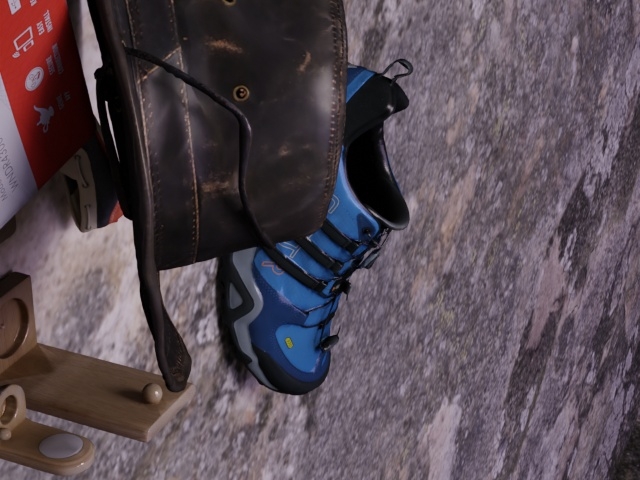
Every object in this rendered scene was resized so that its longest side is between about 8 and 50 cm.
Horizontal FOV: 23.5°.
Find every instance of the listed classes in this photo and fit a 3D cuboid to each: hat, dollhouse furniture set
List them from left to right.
[{"bbox_3d":[-0.160,0.044,0.849,0.144,0.123,0.151,-45,141,-53],"label":"dollhouse furniture set"},{"bbox_3d":[-0.054,-0.094,0.802,0.331,0.134,0.331,168,-90,-86],"label":"hat"}]

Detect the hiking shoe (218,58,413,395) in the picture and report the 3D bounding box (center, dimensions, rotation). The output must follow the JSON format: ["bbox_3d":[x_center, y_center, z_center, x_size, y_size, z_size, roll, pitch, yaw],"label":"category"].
[{"bbox_3d":[0.000,0.000,1.194,0.113,0.132,0.304,-47,143,-51],"label":"hiking shoe"}]

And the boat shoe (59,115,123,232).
[{"bbox_3d":[-0.149,-0.055,0.929,0.043,0.049,0.137,-30,143,-7],"label":"boat shoe"}]

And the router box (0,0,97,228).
[{"bbox_3d":[-0.228,-0.063,0.541,0.301,0.082,0.335,-50,157,-26],"label":"router box"}]
